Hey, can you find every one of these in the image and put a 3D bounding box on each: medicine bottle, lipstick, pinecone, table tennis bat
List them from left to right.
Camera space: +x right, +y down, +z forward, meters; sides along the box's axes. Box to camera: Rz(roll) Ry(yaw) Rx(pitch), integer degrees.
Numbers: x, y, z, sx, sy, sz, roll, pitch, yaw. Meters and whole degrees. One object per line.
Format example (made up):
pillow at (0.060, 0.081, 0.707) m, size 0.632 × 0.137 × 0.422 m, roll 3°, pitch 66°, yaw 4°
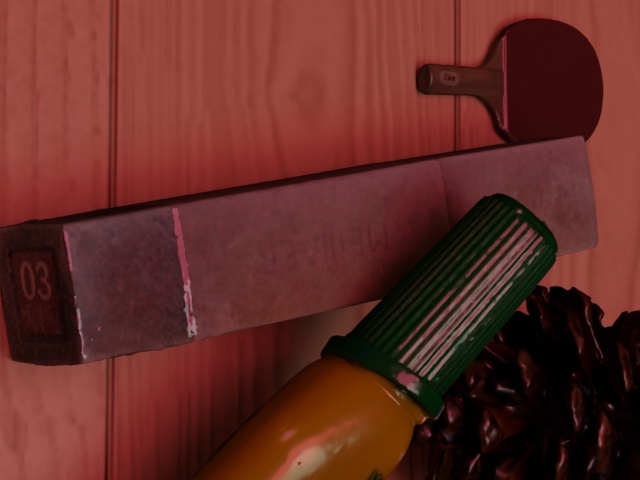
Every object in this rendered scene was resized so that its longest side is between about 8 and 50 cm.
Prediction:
lipstick at (0.000, 0.000, 1.119) m, size 0.371 × 0.080 × 0.076 m, roll -11°, pitch 94°, yaw -38°
medicine bottle at (0.013, 0.099, 1.066) m, size 0.309 × 0.076 × 0.111 m, roll -46°, pitch 157°, yaw -9°
table tennis bat at (0.124, -0.099, 1.261) m, size 0.156 × 0.013 × 0.087 m, roll -1°, pitch 91°, yaw -39°
pinecone at (0.127, 0.105, 1.171) m, size 0.174 × 0.174 × 0.173 m, roll 2°, pitch 86°, yaw -37°
